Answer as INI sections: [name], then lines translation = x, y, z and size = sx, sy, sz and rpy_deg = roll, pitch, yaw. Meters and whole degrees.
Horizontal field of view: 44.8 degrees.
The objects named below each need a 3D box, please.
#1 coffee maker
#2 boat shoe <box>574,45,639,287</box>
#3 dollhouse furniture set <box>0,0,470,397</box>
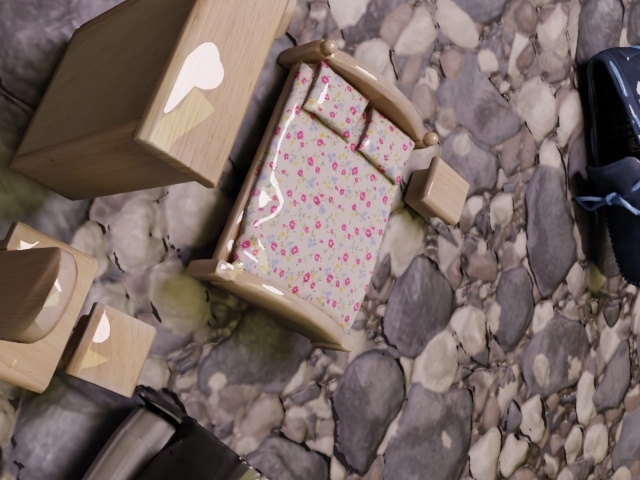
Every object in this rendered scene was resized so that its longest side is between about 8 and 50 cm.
[coffee maker]
translation = -0.109, 0.206, 0.480
size = 0.178, 0.171, 0.120
rpy_deg = -52, 131, -19
[boat shoe]
translation = 0.318, -0.075, 0.832
size = 0.089, 0.109, 0.259
rpy_deg = -5, 82, -30
[dollhouse furniture set]
translation = 0.000, 0.000, 0.512
size = 0.355, 0.173, 0.303
rpy_deg = 33, 68, -35
